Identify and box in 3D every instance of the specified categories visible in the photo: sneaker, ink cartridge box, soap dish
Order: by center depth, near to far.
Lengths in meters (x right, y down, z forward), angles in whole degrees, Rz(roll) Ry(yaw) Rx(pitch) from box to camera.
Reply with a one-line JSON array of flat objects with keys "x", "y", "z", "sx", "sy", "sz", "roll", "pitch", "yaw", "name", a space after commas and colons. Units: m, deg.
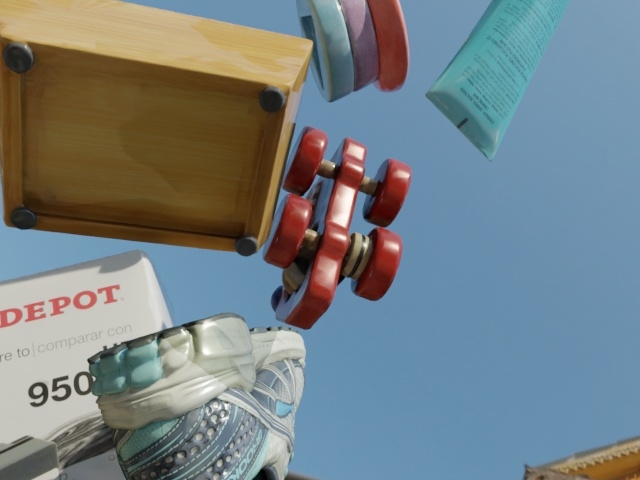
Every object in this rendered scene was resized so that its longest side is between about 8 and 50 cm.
[{"x": -0.067, "y": 0.127, "z": 0.442, "sx": 0.110, "sy": 0.283, "sz": 0.122, "roll": -16, "pitch": -102, "yaw": 7, "name": "sneaker"}, {"x": -0.248, "y": 0.237, "z": 0.574, "sx": 0.166, "sy": 0.285, "sz": 0.395, "roll": 100, "pitch": -25, "yaw": -65, "name": "ink cartridge box"}, {"x": -0.167, "y": -0.102, "z": 0.628, "sx": 0.291, "sy": 0.118, "sz": 0.229, "roll": 7, "pitch": -58, "yaw": -15, "name": "soap dish"}]

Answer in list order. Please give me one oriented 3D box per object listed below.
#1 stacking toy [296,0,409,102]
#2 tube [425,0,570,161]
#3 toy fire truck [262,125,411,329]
[{"x": -0.016, "y": -0.305, "z": 0.745, "sx": 0.130, "sy": 0.279, "sz": 0.309, "roll": -17, "pitch": -81, "yaw": -4, "name": "stacking toy"}, {"x": 0.158, "y": -0.170, "z": 0.515, "sx": 0.080, "sy": 0.207, "sz": 0.052, "roll": 36, "pitch": -15, "yaw": -20, "name": "tube"}, {"x": 0.000, "y": 0.000, "z": 0.958, "sx": 0.169, "sy": 0.302, "sz": 0.254, "roll": 19, "pitch": -34, "yaw": -10, "name": "toy fire truck"}]
